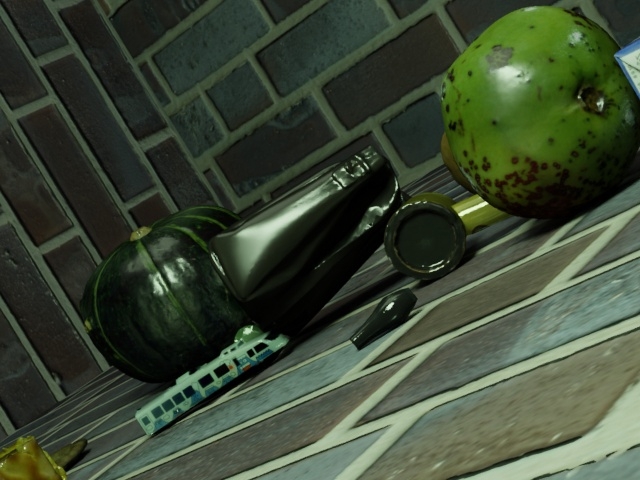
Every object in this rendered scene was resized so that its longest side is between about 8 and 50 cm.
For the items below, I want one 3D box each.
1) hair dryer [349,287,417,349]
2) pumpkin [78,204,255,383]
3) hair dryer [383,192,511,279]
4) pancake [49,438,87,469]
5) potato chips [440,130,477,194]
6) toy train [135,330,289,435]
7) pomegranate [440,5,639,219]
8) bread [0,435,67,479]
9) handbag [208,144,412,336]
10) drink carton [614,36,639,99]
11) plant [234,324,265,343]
[{"bbox_3d":[0.066,0.082,1.374,0.079,0.031,0.083,-40,-11,0],"label":"hair dryer"},{"bbox_3d":[-0.232,0.084,2.192,0.323,0.241,0.323,-33,1,1],"label":"pumpkin"},{"bbox_3d":[0.208,-0.045,1.543,0.278,0.090,0.135,-25,2,11],"label":"hair dryer"},{"bbox_3d":[-0.407,0.337,1.907,0.199,0.021,0.199,-33,3,2],"label":"pancake"},{"bbox_3d":[0.243,-0.102,1.594,0.208,0.195,0.062,-10,50,21],"label":"potato chips"},{"bbox_3d":[-0.130,0.168,1.653,0.207,0.047,0.043,-32,4,5],"label":"toy train"},{"bbox_3d":[0.213,-0.119,1.397,0.214,0.214,0.248,-33,0,-22],"label":"pomegranate"},{"bbox_3d":[-0.371,0.299,1.420,0.222,0.096,0.181,-31,2,43],"label":"bread"},{"bbox_3d":[0.000,0.000,1.685,0.257,0.113,0.285,-41,-17,0],"label":"handbag"},{"bbox_3d":[0.422,-0.192,1.192,0.315,0.131,0.106,-32,4,-24],"label":"drink carton"},{"bbox_3d":[-0.083,0.135,1.734,0.051,0.051,0.102,-32,-11,-2],"label":"plant"}]
